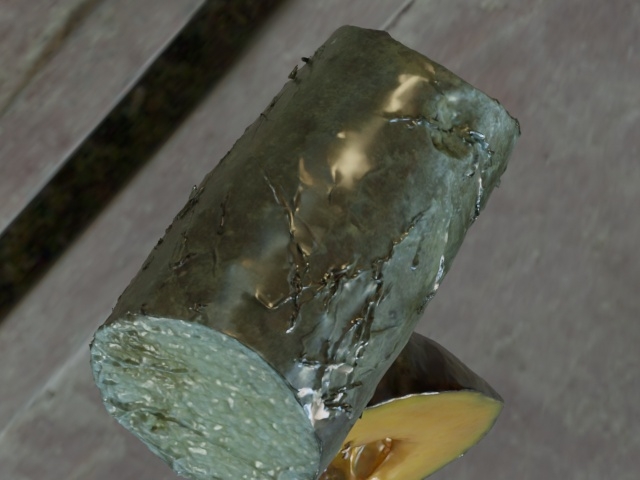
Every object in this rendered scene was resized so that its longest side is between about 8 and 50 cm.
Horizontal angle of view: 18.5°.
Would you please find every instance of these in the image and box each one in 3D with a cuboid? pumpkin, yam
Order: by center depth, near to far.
[{"bbox_3d":[0.000,0.000,0.721,0.107,0.183,0.107,29,159,12],"label":"yam"},{"bbox_3d":[0.024,0.077,1.252,0.149,0.254,0.130,-23,67,-3],"label":"pumpkin"}]
